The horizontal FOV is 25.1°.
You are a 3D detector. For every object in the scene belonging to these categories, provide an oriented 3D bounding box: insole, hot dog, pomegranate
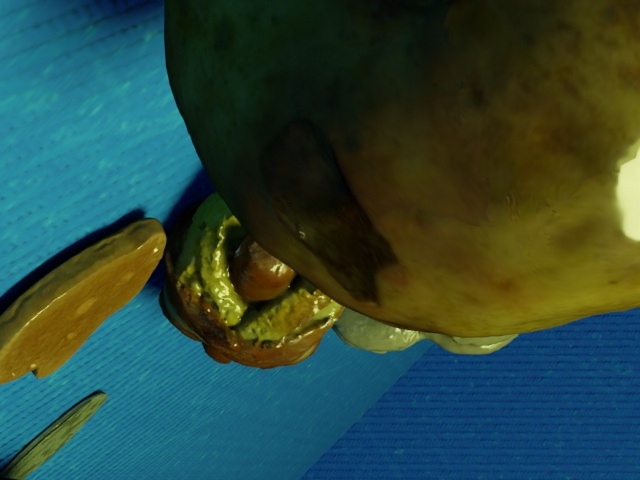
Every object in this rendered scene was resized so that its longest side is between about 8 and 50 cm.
[{"bbox_3d":[-0.237,0.181,1.095,0.193,0.006,0.065,-42,169,-13],"label":"insole"},{"bbox_3d":[-0.048,0.037,0.959,0.261,0.123,0.093,111,3,-65],"label":"hot dog"},{"bbox_3d":[0.076,-0.099,0.594,0.281,0.281,0.281,-43,168,-11],"label":"pomegranate"}]

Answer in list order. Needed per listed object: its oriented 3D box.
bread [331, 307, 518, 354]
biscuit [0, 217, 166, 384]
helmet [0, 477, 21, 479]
[{"bbox_3d":[0.163,0.004,1.460,0.337,0.183,0.102,-44,161,-9],"label":"bread"},{"bbox_3d":[-0.153,0.042,0.861,0.140,0.023,0.118,-34,164,-45],"label":"biscuit"},{"bbox_3d":[-0.239,0.211,1.029,0.123,0.070,0.098,-36,157,-53],"label":"helmet"}]
